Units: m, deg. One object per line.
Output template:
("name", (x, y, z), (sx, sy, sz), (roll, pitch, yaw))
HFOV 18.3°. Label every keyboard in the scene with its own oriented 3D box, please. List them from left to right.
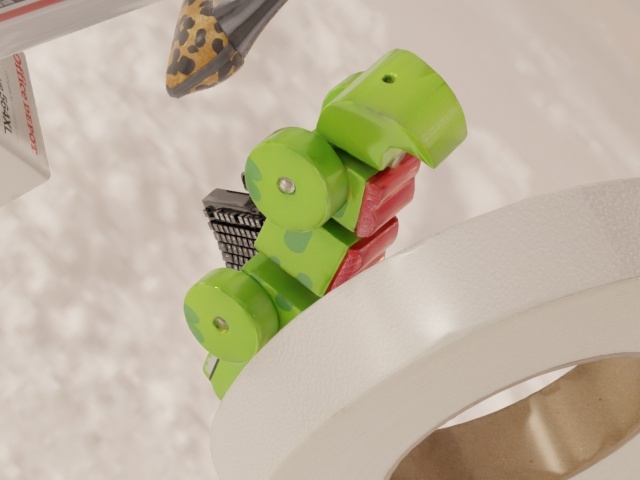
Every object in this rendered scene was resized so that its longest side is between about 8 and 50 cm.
("keyboard", (-0.041, -0.008, 1.534), (0.180, 0.023, 0.108), (10, -61, 59))

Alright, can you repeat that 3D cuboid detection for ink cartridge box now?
("ink cartridge box", (-0.319, -0.130, 1.619), (0.203, 0.086, 0.148), (40, 28, -52))

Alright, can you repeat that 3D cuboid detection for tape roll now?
("tape roll", (0.121, 0.100, 1.277), (0.392, 0.392, 0.072), (26, 35, -55))

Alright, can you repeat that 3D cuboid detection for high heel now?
("high heel", (-0.132, -0.221, 1.952), (0.093, 0.186, 0.261), (49, -16, -26))

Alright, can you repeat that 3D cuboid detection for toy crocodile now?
("toy crocodile", (0.000, 0.000, 1.311), (0.105, 0.340, 0.115), (39, 45, 12))

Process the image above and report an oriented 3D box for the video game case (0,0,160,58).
("video game case", (-0.223, -0.212, 1.069), (0.285, 0.025, 0.204), (42, 32, 10))
